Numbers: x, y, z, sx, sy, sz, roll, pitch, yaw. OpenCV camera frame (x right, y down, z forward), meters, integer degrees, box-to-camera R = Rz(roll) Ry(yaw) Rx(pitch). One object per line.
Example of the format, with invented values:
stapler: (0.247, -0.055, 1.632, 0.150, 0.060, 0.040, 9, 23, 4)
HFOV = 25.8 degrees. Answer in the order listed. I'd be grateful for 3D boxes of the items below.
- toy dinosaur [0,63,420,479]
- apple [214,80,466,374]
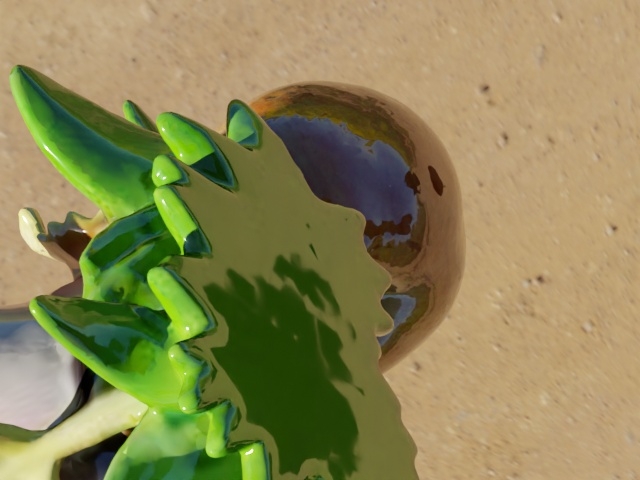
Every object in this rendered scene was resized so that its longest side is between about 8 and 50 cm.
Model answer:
toy dinosaur: (-0.070, 0.048, 0.407, 0.177, 0.194, 0.152, -30, 58, 26)
apple: (0.003, -0.001, 0.558, 0.126, 0.126, 0.102, -42, 45, 5)
